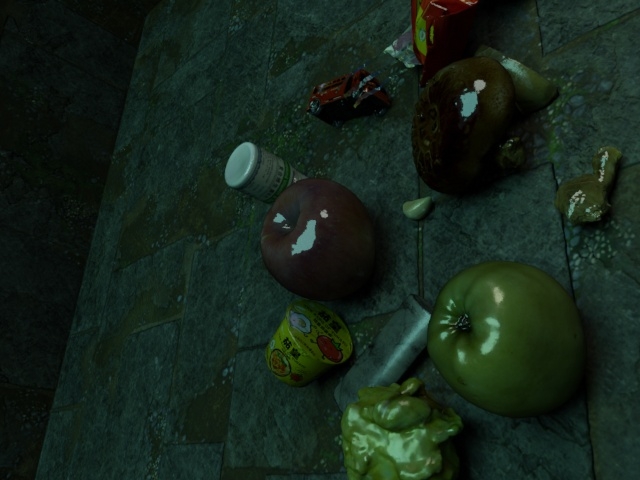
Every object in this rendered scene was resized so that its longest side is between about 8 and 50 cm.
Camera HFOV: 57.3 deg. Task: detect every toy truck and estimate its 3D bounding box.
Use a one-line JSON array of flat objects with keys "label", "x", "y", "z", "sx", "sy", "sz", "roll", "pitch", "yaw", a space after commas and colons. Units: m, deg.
[{"label": "toy truck", "x": 0.081, "y": -0.400, "z": 1.638, "sx": 0.253, "sy": 0.108, "sz": 0.114, "roll": -5, "pitch": 68, "yaw": 48}]

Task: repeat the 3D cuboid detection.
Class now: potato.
[{"label": "potato", "x": 0.376, "y": -0.349, "z": 1.276, "sx": 0.120, "sy": 0.100, "sz": 0.261, "roll": -53, "pitch": 40, "yaw": 15}]

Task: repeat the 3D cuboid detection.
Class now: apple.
[{"label": "apple", "x": 0.306, "y": 0.162, "z": 0.986, "sx": 0.262, "sy": 0.262, "sz": 0.262, "roll": -26, "pitch": 53, "yaw": 39}, {"label": "apple", "x": 0.000, "y": 0.000, "z": 1.416, "sx": 0.306, "sy": 0.235, "sz": 0.305, "roll": -29, "pitch": 46, "yaw": 35}]

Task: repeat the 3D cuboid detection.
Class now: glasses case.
[{"label": "glasses case", "x": 0.144, "y": 0.260, "z": 1.251, "sx": 0.299, "sy": 0.060, "sz": 0.114, "roll": -55, "pitch": 39, "yaw": 13}]

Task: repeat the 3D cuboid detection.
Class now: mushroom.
[{"label": "mushroom", "x": 0.295, "y": -0.234, "z": 1.225, "sx": 0.278, "sy": 0.163, "sz": 0.296, "roll": 53, "pitch": 140, "yaw": 41}]

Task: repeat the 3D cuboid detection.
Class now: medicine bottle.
[{"label": "medicine bottle", "x": -0.141, "y": -0.171, "z": 1.667, "sx": 0.139, "sy": 0.237, "sz": 0.139, "roll": -26, "pitch": 51, "yaw": 38}]

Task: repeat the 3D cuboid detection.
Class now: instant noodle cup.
[{"label": "instant noodle cup", "x": -0.038, "y": 0.253, "z": 1.386, "sx": 0.144, "sy": 0.182, "sz": 0.182, "roll": -51, "pitch": 40, "yaw": 31}]

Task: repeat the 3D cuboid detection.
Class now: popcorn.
[{"label": "popcorn", "x": 0.147, "y": 0.380, "z": 1.092, "sx": 0.254, "sy": 0.195, "sz": 0.256, "roll": -59, "pitch": 37, "yaw": 23}]

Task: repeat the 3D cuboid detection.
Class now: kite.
[{"label": "kite", "x": 0.211, "y": -0.469, "z": 1.497, "sx": 0.361, "sy": 0.022, "sz": 0.204, "roll": -36, "pitch": 48, "yaw": 2}]

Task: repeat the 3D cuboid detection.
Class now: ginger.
[{"label": "ginger", "x": 0.479, "y": -0.097, "z": 1.056, "sx": 0.096, "sy": 0.067, "sz": 0.165, "roll": 7, "pitch": 63, "yaw": 50}]

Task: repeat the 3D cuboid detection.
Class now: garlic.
[{"label": "garlic", "x": 0.221, "y": -0.075, "z": 1.360, "sx": 0.083, "sy": 0.041, "sz": 0.053, "roll": -4, "pitch": 63, "yaw": 56}]

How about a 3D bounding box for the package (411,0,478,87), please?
[{"label": "package", "x": 0.285, "y": -0.566, "z": 1.386, "sx": 0.195, "sy": 0.123, "sz": 0.423, "roll": 91, "pitch": -177, "yaw": -55}]
